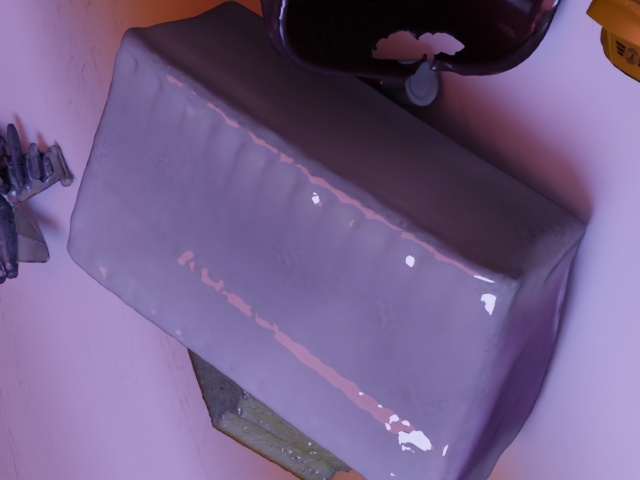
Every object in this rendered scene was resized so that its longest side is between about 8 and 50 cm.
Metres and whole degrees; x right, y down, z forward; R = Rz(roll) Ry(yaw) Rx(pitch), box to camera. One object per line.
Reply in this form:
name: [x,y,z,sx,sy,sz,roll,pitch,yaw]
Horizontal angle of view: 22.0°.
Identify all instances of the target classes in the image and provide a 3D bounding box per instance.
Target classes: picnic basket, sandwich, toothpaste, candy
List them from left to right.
sandwich: [-0.050,0.081,1.323,0.094,0.096,0.258,-31,77,53]
candy: [0.000,0.001,1.157,0.359,0.145,0.208,33,125,21]
toothpaste: [0.006,-0.114,1.241,0.205,0.036,0.056,1,108,51]
picnic basket: [0.063,-0.258,1.029,0.129,0.223,0.296,-123,39,-51]

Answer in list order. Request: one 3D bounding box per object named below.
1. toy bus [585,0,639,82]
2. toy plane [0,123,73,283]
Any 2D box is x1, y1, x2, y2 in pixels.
toy bus: [0.208,-0.163,0.974,0.069,0.074,0.162,37,126,32]
toy plane: [-0.336,-0.077,1.582,0.192,0.088,0.262,-28,78,20]
